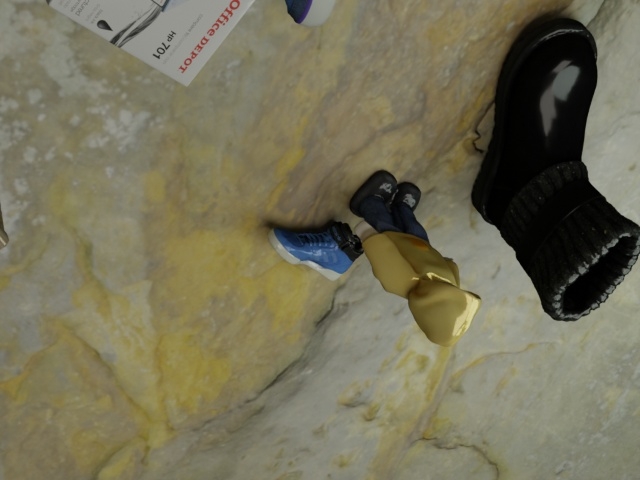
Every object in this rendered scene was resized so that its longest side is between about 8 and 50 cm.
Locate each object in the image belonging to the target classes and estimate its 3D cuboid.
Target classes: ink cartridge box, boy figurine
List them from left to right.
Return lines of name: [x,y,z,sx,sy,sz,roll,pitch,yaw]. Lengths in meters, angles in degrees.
ink cartridge box: [-0.190,-0.282,1.184,0.190,0.082,0.139,28,112,-34]
boy figurine: [0.122,0.023,1.415,0.177,0.285,0.092,25,114,-31]

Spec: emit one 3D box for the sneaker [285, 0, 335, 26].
sneaker: [-0.090,-0.365,1.133,0.236,0.130,0.323,3,148,-6]

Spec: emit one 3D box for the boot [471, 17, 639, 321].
boot: [0.335,-0.092,1.424,0.131,0.260,0.348,-5,128,-18]

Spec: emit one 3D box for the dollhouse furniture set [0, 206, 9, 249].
dollhouse furniture set: [-0.553,-0.030,1.116,0.394,0.256,0.362,-29,131,1]

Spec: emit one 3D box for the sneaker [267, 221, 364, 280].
sneaker: [0.000,-0.001,1.493,0.084,0.058,0.152,-43,134,20]
